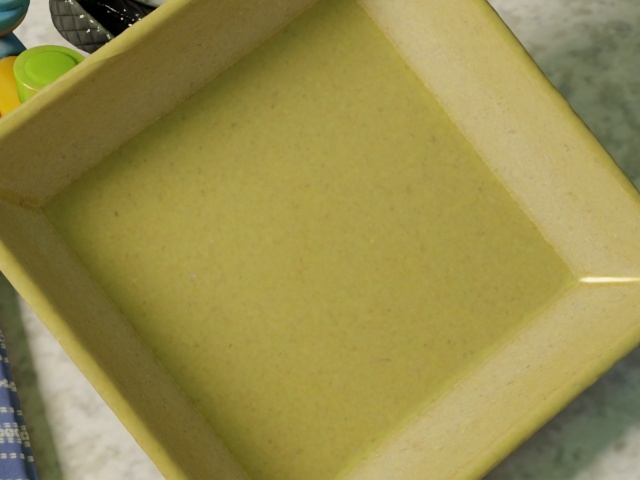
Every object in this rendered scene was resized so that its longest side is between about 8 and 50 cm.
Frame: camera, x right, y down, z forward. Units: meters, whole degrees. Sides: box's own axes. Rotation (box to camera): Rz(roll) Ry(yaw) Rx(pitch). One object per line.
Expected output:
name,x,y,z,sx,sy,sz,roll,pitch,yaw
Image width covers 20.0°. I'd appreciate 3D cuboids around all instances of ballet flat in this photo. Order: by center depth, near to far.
ballet flat,-0.114,-0.141,1.260,0.173,0.049,0.057,18,64,17

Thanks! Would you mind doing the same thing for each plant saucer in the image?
plant saucer,0.000,0.000,1.091,0.333,0.081,0.332,-38,90,-15

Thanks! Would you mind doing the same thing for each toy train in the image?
toy train,-0.170,-0.059,1.150,0.105,0.143,0.248,-22,56,-32

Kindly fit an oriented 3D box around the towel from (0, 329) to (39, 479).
towel,-0.290,0.113,1.073,0.243,0.040,0.336,3,52,-32
